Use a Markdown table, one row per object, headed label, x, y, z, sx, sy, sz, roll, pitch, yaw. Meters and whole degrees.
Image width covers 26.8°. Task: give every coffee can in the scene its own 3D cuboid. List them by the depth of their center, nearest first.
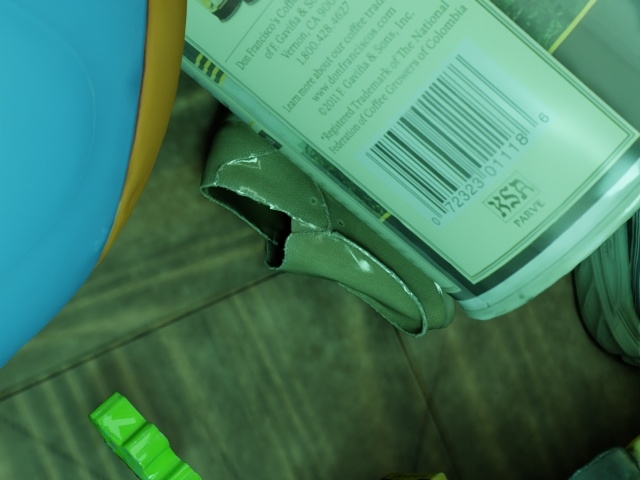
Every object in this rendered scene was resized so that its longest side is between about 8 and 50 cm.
| label | x | y | z | sx | sy | sz | roll | pitch | yaw |
| --- | --- | --- | --- | --- | --- | --- | --- | --- | --- |
| coffee can | 0.025 | -0.129 | 0.569 | 0.275 | 0.201 | 0.201 | 40 | 68 | -6 |

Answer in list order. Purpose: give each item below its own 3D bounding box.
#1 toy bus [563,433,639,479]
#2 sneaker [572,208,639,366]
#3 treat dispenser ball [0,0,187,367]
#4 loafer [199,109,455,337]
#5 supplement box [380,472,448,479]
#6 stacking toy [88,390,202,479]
| label | x | y | z | sx | sy | sz | roll | pitch | yaw |
| --- | --- | --- | --- | --- | --- | --- | --- | --- | --- |
| toy bus | 0.176 | 0.140 | 0.619 | 0.333 | 0.130 | 0.108 | -25 | 66 | -33 |
| sneaker | 0.192 | -0.077 | 0.703 | 0.110 | 0.122 | 0.283 | -11 | 88 | -26 |
| treat dispenser ball | -0.181 | -0.076 | 0.383 | 0.288 | 0.288 | 0.288 | 4 | 81 | -24 |
| loafer | 0.000 | 0.000 | 0.645 | 0.148 | 0.056 | 0.050 | 41 | 69 | -4 |
| supplement box | 0.024 | 0.147 | 0.633 | 0.083 | 0.055 | 0.043 | -30 | 94 | -26 |
| stacking toy | -0.083 | 0.203 | 0.581 | 0.167 | 0.052 | 0.221 | -41 | 99 | -25 |
